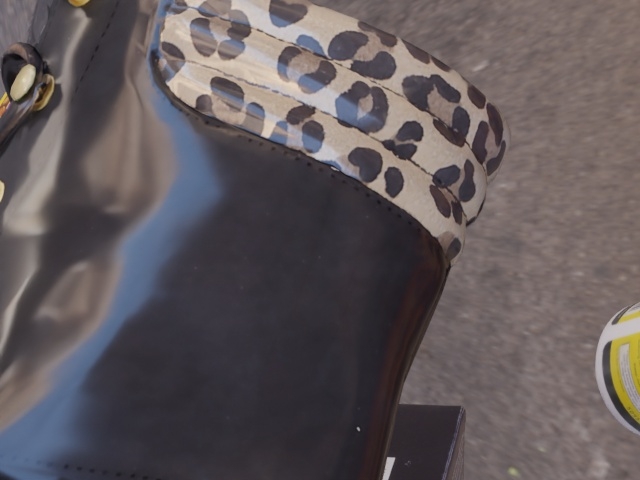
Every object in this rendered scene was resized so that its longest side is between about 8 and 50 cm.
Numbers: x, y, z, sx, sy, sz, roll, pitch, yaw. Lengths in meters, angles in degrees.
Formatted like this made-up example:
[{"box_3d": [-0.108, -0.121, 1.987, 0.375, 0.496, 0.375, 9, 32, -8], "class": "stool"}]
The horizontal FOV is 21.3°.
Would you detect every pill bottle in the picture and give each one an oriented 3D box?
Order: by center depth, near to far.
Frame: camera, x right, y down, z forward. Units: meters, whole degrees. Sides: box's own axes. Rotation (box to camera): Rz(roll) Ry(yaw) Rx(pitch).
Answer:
[{"box_3d": [0.317, 0.087, 1.328, 0.119, 0.208, 0.119, 6, 75, -22], "class": "pill bottle"}]

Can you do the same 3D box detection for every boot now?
[{"box_3d": [-0.135, 0.033, 0.589, 0.377, 0.138, 0.284, 15, 67, 17], "class": "boot"}]

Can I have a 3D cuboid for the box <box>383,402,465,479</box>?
[{"box_3d": [0.031, 0.363, 1.589, 0.179, 0.343, 0.312, 1, 111, 12], "class": "box"}]

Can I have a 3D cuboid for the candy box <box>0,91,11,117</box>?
[{"box_3d": [-0.222, -0.070, 1.289, 0.027, 0.105, 0.206, 25, 100, -46], "class": "candy box"}]
